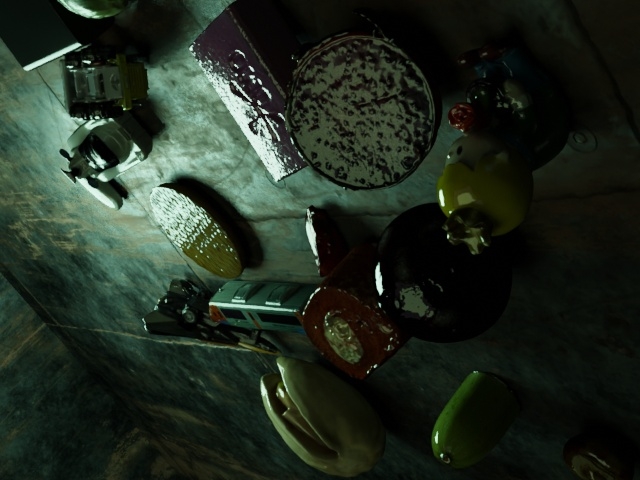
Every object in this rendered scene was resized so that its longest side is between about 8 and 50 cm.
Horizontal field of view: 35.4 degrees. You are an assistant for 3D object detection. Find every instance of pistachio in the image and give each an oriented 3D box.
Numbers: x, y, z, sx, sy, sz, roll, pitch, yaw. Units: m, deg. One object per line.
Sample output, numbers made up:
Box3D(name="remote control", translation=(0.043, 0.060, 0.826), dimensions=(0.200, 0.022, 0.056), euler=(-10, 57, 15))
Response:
Box3D(name="pistachio", translation=(0.005, 0.385, 2.221), dimensions=(0.318, 0.214, 0.193), euler=(47, 111, 14))

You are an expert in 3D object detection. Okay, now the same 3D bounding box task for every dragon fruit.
Box3D(name="dragon fruit", translation=(0.071, -0.192, 1.359), dimensions=(0.218, 0.148, 0.223), euler=(-29, 98, 30))
Box3D(name="dragon fruit", translation=(-0.002, 0.003, 1.793), dimensions=(0.097, 0.063, 0.131), euler=(29, 150, 25))

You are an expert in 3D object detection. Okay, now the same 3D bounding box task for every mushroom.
Box3D(name="mushroom", translation=(0.463, 0.373, 1.679), dimensions=(0.127, 0.087, 0.127), euler=(28, 150, 18))

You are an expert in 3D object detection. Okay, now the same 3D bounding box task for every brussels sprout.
Box3D(name="brussels sprout", translation=(-0.370, -0.429, 1.578), dimensions=(0.162, 0.143, 0.181), euler=(-8, 150, 34))

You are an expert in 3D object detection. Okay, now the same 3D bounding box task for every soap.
Box3D(name="soap", translation=(-0.076, -0.228, 1.498), dimensions=(0.259, 0.081, 0.181), euler=(57, 152, -8))

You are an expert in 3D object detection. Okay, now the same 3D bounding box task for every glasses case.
Box3D(name="glasses case", translation=(-0.524, -0.130, 2.327), dimensions=(0.164, 0.041, 0.063), euler=(39, 153, 7))

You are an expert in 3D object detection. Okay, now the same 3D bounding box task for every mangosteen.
Box3D(name="mangosteen", translation=(0.176, 0.057, 1.500), dimensions=(0.211, 0.211, 0.250), euler=(39, 164, 8))

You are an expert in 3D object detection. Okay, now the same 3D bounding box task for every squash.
Box3D(name="squash", translation=(0.268, 0.331, 1.783), dimensions=(0.123, 0.186, 0.123), euler=(27, 143, 22))

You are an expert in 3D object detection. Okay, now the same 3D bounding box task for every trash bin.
Box3D(name="trash bin", translation=(-0.490, -0.414, 1.802), dimensions=(0.226, 0.115, 0.165), euler=(-2, 129, 49))

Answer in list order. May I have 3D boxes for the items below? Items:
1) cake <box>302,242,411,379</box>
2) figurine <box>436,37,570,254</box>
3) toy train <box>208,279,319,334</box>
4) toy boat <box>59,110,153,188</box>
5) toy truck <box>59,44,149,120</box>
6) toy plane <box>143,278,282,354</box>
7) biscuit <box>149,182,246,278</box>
Box3D(name="cake", translation=(0.081, 0.120, 1.757), dimensions=(0.177, 0.151, 0.283), euler=(43, 152, 5))
Box3D(name="figurine", translation=(0.193, -0.112, 1.176), dimensions=(0.127, 0.234, 0.185), euler=(6, 136, 56))
Box3D(name="toy train", translation=(-0.122, 0.135, 2.122), dimensions=(0.409, 0.086, 0.089), euler=(0, 130, 54))
Box3D(name="toy boat", translation=(-0.453, -0.181, 2.066), dimensions=(0.269, 0.140, 0.140), euler=(-24, 111, 46))
Box3D(name="toy truck", translation=(-0.405, -0.290, 1.855), dimensions=(0.286, 0.111, 0.136), euler=(13, 110, 58))
Box3D(name="toy plane", translation=(-0.236, 0.194, 2.338), dimensions=(0.316, 0.204, 0.103), euler=(16, 126, 11))
Box3D(name="biscuit", translation=(-0.257, -0.023, 2.129), dimensions=(0.262, 0.037, 0.262), euler=(33, 152, 20))
